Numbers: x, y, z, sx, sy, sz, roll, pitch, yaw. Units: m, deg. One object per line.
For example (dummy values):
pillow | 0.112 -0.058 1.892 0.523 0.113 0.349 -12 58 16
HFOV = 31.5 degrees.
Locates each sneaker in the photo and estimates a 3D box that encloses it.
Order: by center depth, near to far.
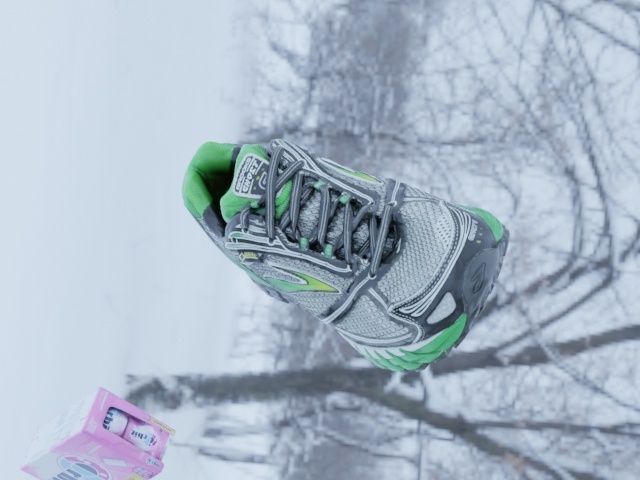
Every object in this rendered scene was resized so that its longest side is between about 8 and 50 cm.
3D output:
sneaker | 0.000 0.000 0.864 0.343 0.146 0.134 13 -108 53

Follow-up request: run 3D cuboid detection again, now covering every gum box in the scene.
gum box | -0.264 0.247 1.349 0.188 0.107 0.062 -33 -149 46
